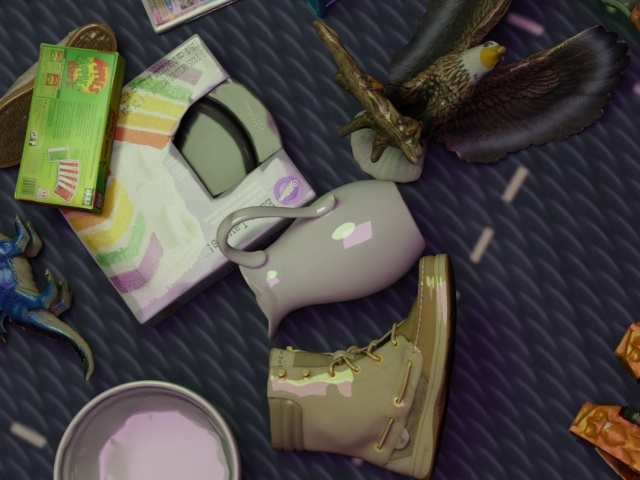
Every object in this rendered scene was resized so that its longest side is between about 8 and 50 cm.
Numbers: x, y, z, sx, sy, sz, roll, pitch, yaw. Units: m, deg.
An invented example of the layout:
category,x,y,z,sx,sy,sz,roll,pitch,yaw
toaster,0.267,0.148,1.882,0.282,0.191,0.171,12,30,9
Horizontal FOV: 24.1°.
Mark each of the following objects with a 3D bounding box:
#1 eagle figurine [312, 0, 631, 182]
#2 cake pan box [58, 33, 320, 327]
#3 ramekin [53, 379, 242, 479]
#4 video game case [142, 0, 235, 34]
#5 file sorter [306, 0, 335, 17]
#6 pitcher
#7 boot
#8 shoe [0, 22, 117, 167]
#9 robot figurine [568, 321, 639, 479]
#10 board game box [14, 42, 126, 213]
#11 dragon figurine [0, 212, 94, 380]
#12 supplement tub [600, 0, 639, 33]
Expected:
category,x,y,z,sx,sy,sz,roll,pitch,yaw
eagle figurine,0.171,-0.193,1.692,0.298,0.225,0.226,-32,124,-28
cake pan box,-0.166,-0.071,1.745,0.267,0.070,0.246,-35,83,0
ramekin,-0.184,0.261,1.679,0.207,0.109,0.207,-1,83,6
video game case,-0.161,-0.346,1.806,0.143,0.019,0.157,-23,81,2
file sorter,-0.014,-0.370,1.746,0.104,0.118,0.170,-36,80,-3
pitcher,0.000,0.000,1.668,0.207,0.178,0.125,-27,45,4
boot,0.044,0.129,1.656,0.203,0.095,0.262,9,111,10
shoe,-0.323,-0.173,1.784,0.219,0.058,0.076,-45,111,3
robot figurine,0.432,0.222,1.637,0.291,0.085,0.211,31,87,9
board game box,-0.284,-0.127,1.709,0.092,0.043,0.181,8,84,7
dragon figurine,-0.371,0.067,1.736,0.144,0.085,0.289,-32,80,1
supplement tub,0.341,-0.398,1.676,0.193,0.193,0.316,-30,80,1
